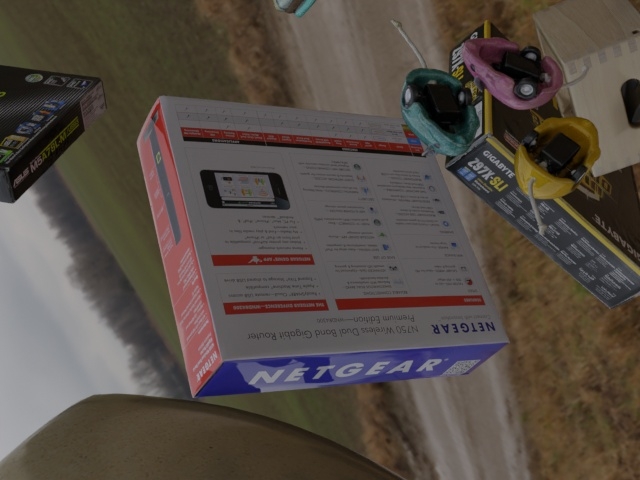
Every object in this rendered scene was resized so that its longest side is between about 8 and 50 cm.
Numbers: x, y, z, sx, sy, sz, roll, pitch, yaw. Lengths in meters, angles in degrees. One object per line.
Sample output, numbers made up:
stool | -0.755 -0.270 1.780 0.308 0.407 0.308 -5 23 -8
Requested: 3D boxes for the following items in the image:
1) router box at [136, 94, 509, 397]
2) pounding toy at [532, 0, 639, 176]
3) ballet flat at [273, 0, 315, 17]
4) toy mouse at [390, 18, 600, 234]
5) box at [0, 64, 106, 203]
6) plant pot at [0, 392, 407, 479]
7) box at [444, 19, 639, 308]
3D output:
router box | 0.000 0.000 0.940 0.082 0.335 0.301 -51 47 46
pounding toy | 0.253 -0.133 0.752 0.130 0.100 0.141 -92 -21 -55
ballet flat | 0.013 -0.183 0.422 0.079 0.077 0.221 34 157 -17
toy mouse | 0.093 -0.078 0.513 0.143 0.161 0.031 35 140 12
box | -0.342 -0.117 0.901 0.184 0.191 0.045 12 129 13
plant pot | -0.083 0.184 0.410 0.191 0.284 0.284 42 166 6
box | 0.295 -0.100 1.155 0.322 0.079 0.257 37 -143 -23
